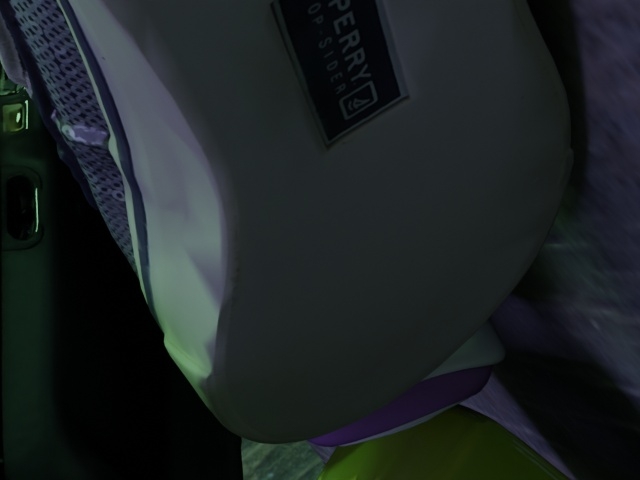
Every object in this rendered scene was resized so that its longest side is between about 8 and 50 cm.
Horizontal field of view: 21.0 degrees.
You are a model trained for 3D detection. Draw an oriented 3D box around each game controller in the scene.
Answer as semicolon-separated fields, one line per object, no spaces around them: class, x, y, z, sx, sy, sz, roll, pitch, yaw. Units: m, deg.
game controller;-0.075;-0.020;0.560;0.166;0.067;0.319;48;-148;-60

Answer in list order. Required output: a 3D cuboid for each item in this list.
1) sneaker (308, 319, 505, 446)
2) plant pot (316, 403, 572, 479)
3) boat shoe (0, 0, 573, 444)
sneaker;0.000;0.000;0.733;0.305;0.114;0.152;161;87;-81
plant pot;0.067;0.212;0.731;0.227;0.207;0.228;40;173;-5
boat shoe;-0.029;-0.078;0.440;0.158;0.127;0.340;54;167;27
